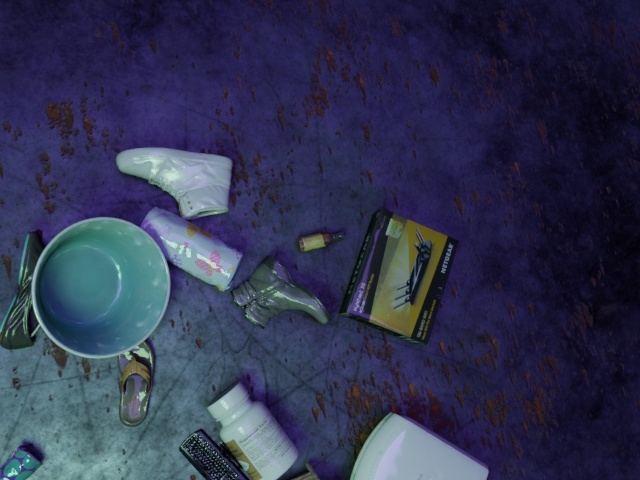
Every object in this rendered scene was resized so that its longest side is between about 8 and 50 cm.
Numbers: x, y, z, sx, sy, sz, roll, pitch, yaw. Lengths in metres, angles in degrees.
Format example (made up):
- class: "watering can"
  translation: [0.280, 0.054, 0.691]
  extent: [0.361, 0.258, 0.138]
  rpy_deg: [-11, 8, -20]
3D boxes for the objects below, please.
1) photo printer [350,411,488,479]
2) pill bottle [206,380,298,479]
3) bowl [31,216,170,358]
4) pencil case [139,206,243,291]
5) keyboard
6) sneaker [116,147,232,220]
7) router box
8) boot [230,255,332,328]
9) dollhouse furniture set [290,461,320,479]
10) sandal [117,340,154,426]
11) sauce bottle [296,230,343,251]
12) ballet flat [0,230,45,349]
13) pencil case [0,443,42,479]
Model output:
- class: "photo printer"
  translation: [0.235, 0.598, 1.458]
  extent: [0.307, 0.107, 0.256]
  rpy_deg: [33, 75, -5]
- class: "pill bottle"
  translation: [-0.169, 0.464, 1.418]
  extent: [0.131, 0.131, 0.229]
  rpy_deg: [-36, 90, -17]
- class: "bowl"
  translation: [-0.523, 0.102, 1.345]
  extent: [0.311, 0.163, 0.312]
  rpy_deg: [-1, 91, -42]
- class: "pencil case"
  translation: [-0.331, 0.024, 1.462]
  extent: [0.273, 0.113, 0.124]
  rpy_deg: [27, 107, -8]
- class: "keyboard"
  translation: [-0.250, 0.545, 1.433]
  extent: [0.100, 0.038, 0.192]
  rpy_deg: [-44, 93, -17]
- class: "sneaker"
  translation: [-0.371, -0.137, 1.485]
  extent: [0.292, 0.108, 0.169]
  rpy_deg: [3, 77, -14]
- class: "router box"
  translation: [0.217, 0.100, 1.600]
  extent: [0.243, 0.081, 0.309]
  rpy_deg: [22, 76, -9]
- class: "boot"
  translation: [-0.104, 0.171, 1.521]
  extent: [0.246, 0.083, 0.161]
  rpy_deg: [41, 81, 2]
- class: "dollhouse furniture set"
  translation: [-0.047, 0.675, 1.431]
  extent: [0.129, 0.129, 0.184]
  rpy_deg: [-18, 109, -16]
- class: "sandal"
  translation: [-0.451, 0.338, 1.407]
  extent: [0.090, 0.060, 0.219]
  rpy_deg: [5, 79, -13]
- class: "sauce bottle"
  translation: [0.000, 0.000, 1.585]
  extent: [0.128, 0.042, 0.042]
  rpy_deg: [-12, 83, -14]
- class: "ballet flat"
  translation: [-0.678, 0.121, 1.381]
  extent: [0.096, 0.095, 0.280]
  rpy_deg: [16, 87, -20]
- class: "pencil case"
  translation: [-0.706, 0.531, 1.310]
  extent: [0.151, 0.064, 0.070]
  rpy_deg: [-44, 108, -17]
